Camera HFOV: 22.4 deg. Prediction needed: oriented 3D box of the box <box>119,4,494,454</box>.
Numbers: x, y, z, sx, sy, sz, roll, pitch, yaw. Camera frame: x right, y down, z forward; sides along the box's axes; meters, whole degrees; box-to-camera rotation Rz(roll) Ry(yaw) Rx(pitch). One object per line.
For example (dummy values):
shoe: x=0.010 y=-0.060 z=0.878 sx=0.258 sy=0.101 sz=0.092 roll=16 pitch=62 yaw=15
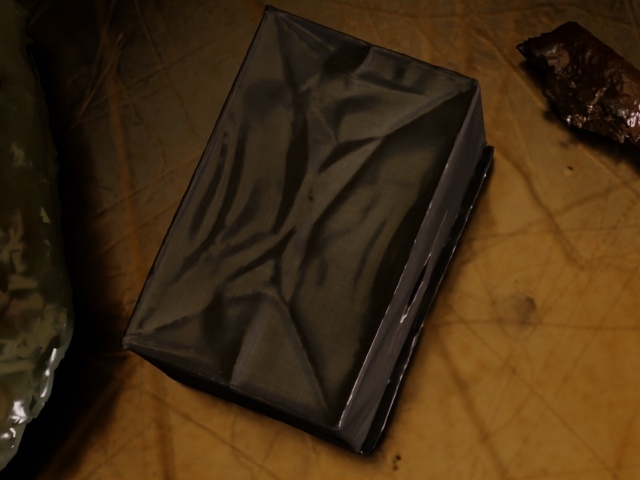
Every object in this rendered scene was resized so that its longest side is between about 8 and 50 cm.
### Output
box: x=0.000 y=0.000 z=1.024 sx=0.155 sy=0.149 sz=0.231 roll=22 pitch=81 yaw=12

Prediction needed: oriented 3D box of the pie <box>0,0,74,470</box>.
pie: x=-0.349 y=0.015 z=1.052 sx=0.418 sy=0.180 sz=0.395 roll=-22 pitch=74 yaw=-6

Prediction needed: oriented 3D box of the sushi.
sushi: x=0.182 y=-0.099 z=1.076 sx=0.060 sy=0.061 sz=0.118 roll=-49 pitch=56 yaw=3
